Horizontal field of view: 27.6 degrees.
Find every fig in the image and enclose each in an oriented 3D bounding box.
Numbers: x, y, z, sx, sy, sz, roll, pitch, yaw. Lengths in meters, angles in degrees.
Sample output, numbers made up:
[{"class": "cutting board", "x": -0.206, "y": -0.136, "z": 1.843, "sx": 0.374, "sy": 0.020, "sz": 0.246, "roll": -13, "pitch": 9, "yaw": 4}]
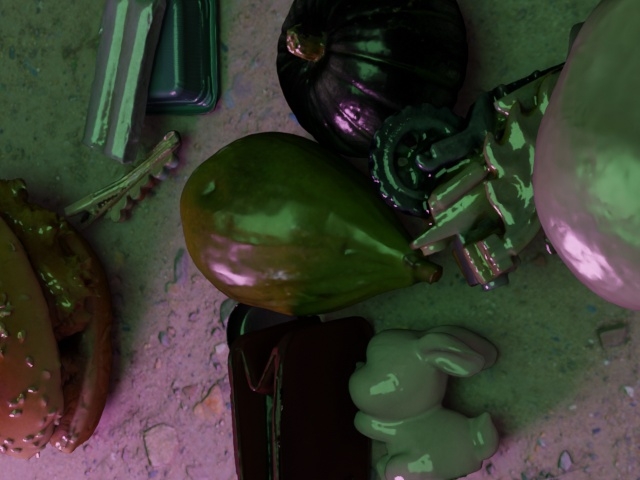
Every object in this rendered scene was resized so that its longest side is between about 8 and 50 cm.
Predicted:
[{"class": "fig", "x": -0.018, "y": 0.011, "z": 1.575, "sx": 0.314, "sy": 0.233, "sz": 0.233, "roll": 47, "pitch": 112, "yaw": 23}]

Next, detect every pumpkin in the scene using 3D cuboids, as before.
[{"class": "pumpkin", "x": 0.048, "y": -0.219, "z": 1.539, "sx": 0.250, "sy": 0.216, "sz": 0.249, "roll": -15, "pitch": 72, "yaw": 55}]

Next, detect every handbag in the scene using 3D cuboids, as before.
[{"class": "handbag", "x": -0.017, "y": 0.233, "z": 1.574, "sx": 0.084, "sy": 0.260, "sz": 0.275, "roll": 0, "pitch": 95, "yaw": 24}]

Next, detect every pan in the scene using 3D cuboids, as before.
[{"class": "pan", "x": -0.073, "y": 0.174, "z": 1.718, "sx": 0.115, "sy": 0.040, "sz": 0.212, "roll": 4, "pitch": 88, "yaw": 26}]

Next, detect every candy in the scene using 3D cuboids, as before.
[{"class": "candy", "x": 0.420, "y": -0.121, "z": 1.298, "sx": 0.386, "sy": 0.186, "sz": 0.427, "roll": 16, "pitch": 74, "yaw": -10}]

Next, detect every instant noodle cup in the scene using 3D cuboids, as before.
[{"class": "instant noodle cup", "x": -0.217, "y": -0.256, "z": 1.753, "sx": 0.157, "sy": 0.070, "sz": 0.179, "roll": 1, "pitch": 94, "yaw": 28}]

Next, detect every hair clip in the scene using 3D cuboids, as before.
[{"class": "hair clip", "x": -0.260, "y": -0.076, "z": 1.796, "sx": 0.214, "sy": 0.056, "sz": 0.062, "roll": -32, "pitch": 52, "yaw": 19}]

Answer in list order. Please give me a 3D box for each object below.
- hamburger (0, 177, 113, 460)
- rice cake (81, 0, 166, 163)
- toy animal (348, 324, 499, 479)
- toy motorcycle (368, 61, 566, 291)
[{"class": "hamburger", "x": -0.450, "y": 0.062, "z": 1.787, "sx": 0.445, "sy": 0.268, "sz": 0.287, "roll": 46, "pitch": 107, "yaw": 18}, {"class": "rice cake", "x": -0.260, "y": -0.219, "z": 1.716, "sx": 0.085, "sy": 0.040, "sz": 0.226, "roll": 18, "pitch": 103, "yaw": 27}, {"class": "toy animal", "x": 0.131, "y": 0.200, "z": 1.571, "sx": 0.179, "sy": 0.127, "sz": 0.193, "roll": -6, "pitch": 89, "yaw": 25}, {"class": "toy motorcycle", "x": 0.266, "y": -0.093, "z": 1.436, "sx": 0.410, "sy": 0.169, "sz": 0.237, "roll": -21, "pitch": 86, "yaw": -1}]
